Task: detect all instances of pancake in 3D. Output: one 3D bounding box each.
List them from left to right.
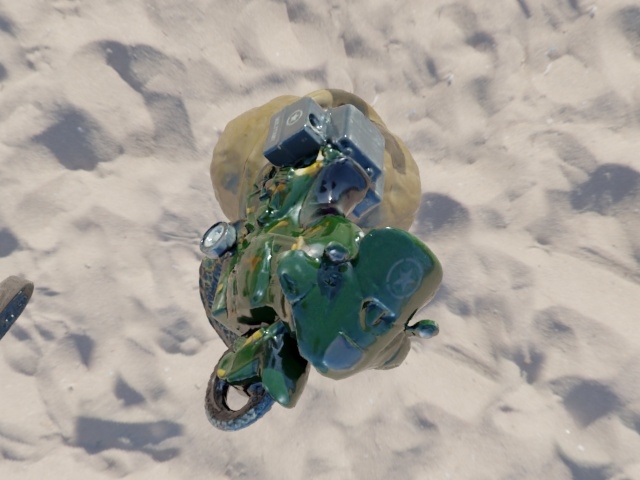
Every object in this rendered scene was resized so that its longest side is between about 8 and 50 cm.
[{"bbox_3d":[-0.081,0.069,0.957,0.199,0.021,0.199,10,108,34],"label":"pancake"}]

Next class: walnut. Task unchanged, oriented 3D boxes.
[{"bbox_3d":[-0.014,-0.083,1.112,0.296,0.285,0.285,27,91,38],"label":"walnut"}]

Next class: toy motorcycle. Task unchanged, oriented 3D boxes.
[{"bbox_3d":[0.000,0.000,0.556,0.187,0.274,0.125,-26,129,31],"label":"toy motorcycle"}]

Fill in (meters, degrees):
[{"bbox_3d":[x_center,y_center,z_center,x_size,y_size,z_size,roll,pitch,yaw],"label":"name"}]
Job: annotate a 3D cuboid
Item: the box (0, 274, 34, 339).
[{"bbox_3d":[-0.645,0.155,1.479,0.042,0.201,0.212,46,66,-29],"label":"box"}]
